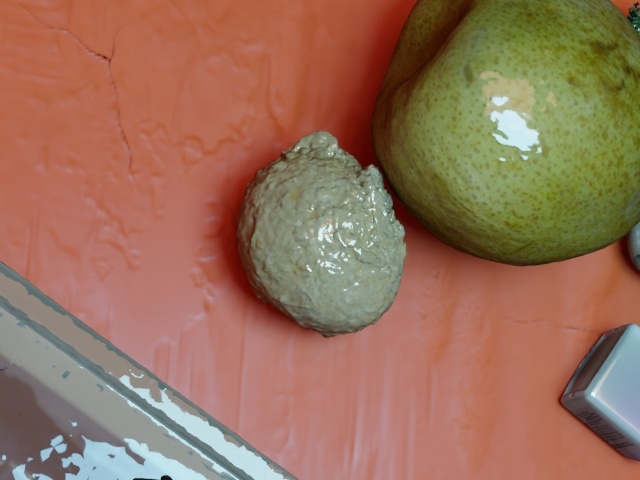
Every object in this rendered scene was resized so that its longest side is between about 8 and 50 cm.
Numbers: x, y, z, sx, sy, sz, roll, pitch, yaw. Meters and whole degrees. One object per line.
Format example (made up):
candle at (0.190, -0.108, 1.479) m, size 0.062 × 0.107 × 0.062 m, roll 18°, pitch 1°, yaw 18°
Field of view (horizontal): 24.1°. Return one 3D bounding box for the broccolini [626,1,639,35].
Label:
broccolini at (0.342, -0.136, 1.160) m, size 0.239 × 0.051 × 0.054 m, roll 17°, pitch 70°, yaw 24°

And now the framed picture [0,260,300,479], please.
framed picture at (-0.223, 0.198, 0.977) m, size 0.446 × 0.028 × 0.326 m, roll 37°, pitch 69°, yaw -7°

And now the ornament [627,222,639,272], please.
ornament at (0.285, -0.041, 1.169) m, size 0.081 × 0.075 × 0.156 m, roll 16°, pitch 72°, yaw -14°

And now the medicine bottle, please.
medicine bottle at (0.250, 0.127, 1.128) m, size 0.118 × 0.055 × 0.074 m, roll 38°, pitch 69°, yaw -5°

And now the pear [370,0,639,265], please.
pear at (0.148, -0.081, 1.064) m, size 0.211 × 0.188 × 0.228 m, roll 34°, pitch 46°, yaw -19°

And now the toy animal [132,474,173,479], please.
toy animal at (-0.019, 0.277, 0.964) m, size 0.260 × 0.087 × 0.243 m, roll 7°, pitch 73°, yaw -19°

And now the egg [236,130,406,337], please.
egg at (0.000, 0.000, 1.049) m, size 0.118 × 0.116 × 0.140 m, roll -28°, pitch 90°, yaw 2°
